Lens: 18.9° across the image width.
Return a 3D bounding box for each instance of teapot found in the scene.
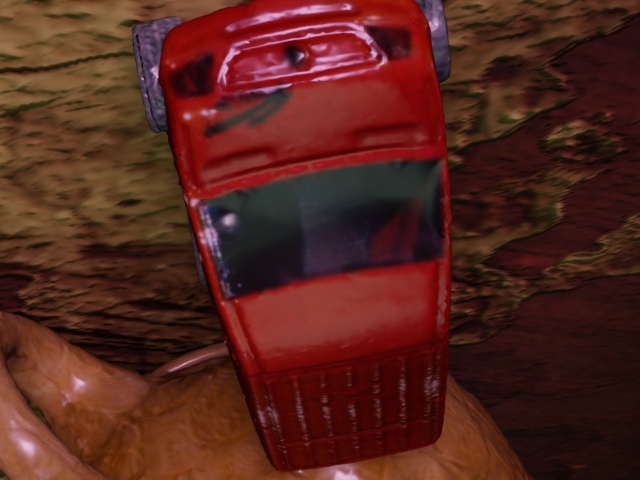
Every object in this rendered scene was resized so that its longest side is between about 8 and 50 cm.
[{"bbox_3d":[-0.032,0.108,0.748,0.203,0.167,0.311,-45,129,11],"label":"teapot"}]

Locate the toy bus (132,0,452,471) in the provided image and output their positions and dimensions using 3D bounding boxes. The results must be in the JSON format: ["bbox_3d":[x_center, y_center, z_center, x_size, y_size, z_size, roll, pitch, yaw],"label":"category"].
[{"bbox_3d":[0.000,0.000,0.556,0.081,0.089,0.195,-10,158,-2],"label":"toy bus"}]
